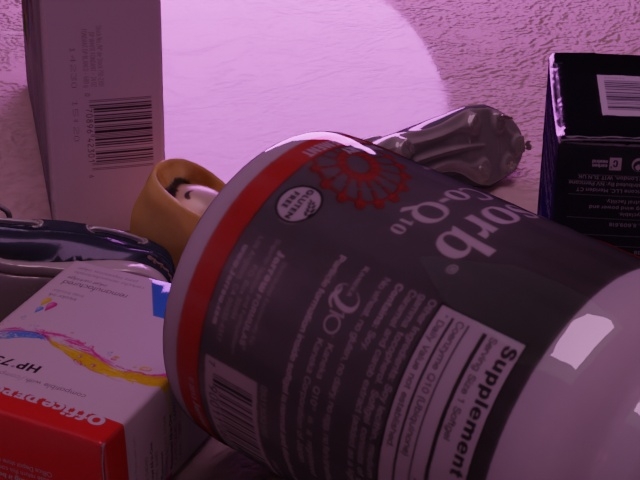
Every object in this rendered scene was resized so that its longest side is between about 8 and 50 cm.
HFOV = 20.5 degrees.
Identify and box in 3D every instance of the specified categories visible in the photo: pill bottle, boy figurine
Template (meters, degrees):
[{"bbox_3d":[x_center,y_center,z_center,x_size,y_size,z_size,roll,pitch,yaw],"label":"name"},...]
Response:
[{"bbox_3d":[0.102,0.088,1.016,0.363,0.210,0.210,25,36,34],"label":"pill bottle"},{"bbox_3d":[0.000,0.000,1.310,0.285,0.092,0.177,13,32,13],"label":"boy figurine"}]

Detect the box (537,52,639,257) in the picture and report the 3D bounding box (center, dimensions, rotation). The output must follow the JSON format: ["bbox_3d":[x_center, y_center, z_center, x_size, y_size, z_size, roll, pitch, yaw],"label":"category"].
[{"bbox_3d":[0.204,-0.005,1.203,0.108,0.207,0.153,3,27,3],"label":"box"}]

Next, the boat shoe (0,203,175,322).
[{"bbox_3d":[-0.229,0.020,1.252,0.254,0.095,0.079,1,29,-4],"label":"boat shoe"}]

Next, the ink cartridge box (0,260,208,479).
[{"bbox_3d":[-0.156,0.107,1.108,0.134,0.078,0.231,12,30,21],"label":"ink cartridge box"}]

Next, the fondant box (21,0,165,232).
[{"bbox_3d":[-0.198,-0.182,1.483,0.096,0.238,0.330,-5,29,-12],"label":"fondant box"}]

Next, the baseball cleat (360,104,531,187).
[{"bbox_3d":[0.078,-0.073,1.471,0.109,0.072,0.206,0,7,44],"label":"baseball cleat"}]
